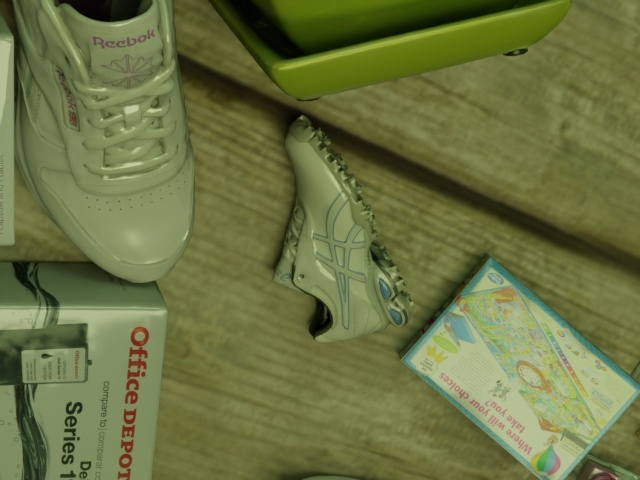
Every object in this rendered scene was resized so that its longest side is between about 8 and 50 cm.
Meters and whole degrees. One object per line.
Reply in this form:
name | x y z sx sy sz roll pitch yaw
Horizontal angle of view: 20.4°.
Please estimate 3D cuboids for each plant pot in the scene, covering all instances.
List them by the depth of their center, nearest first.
plant pot | 0.027 -0.221 1.101 0.227 0.228 0.207 -14 119 -13

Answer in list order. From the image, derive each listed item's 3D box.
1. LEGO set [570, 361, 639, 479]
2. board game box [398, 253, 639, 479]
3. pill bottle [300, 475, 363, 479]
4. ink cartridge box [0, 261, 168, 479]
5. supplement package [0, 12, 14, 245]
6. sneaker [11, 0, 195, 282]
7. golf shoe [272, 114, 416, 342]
LEGO set | 0.306 0.093 1.362 0.132 0.107 0.287 14 105 -21
board game box | 0.150 0.098 1.332 0.154 0.026 0.103 41 94 -5
pill bottle | 0.003 0.293 1.336 0.118 0.117 0.208 8 108 -20
ink cartridge box | -0.216 0.096 1.212 0.208 0.087 0.153 0 110 -18
supplement package | -0.317 -0.074 1.092 0.244 0.134 0.139 -3 110 -16
sneaker | -0.143 -0.100 1.127 0.114 0.152 0.305 -18 115 -13
golf shoe | 0.000 0.000 1.258 0.086 0.069 0.176 -25 114 -1
